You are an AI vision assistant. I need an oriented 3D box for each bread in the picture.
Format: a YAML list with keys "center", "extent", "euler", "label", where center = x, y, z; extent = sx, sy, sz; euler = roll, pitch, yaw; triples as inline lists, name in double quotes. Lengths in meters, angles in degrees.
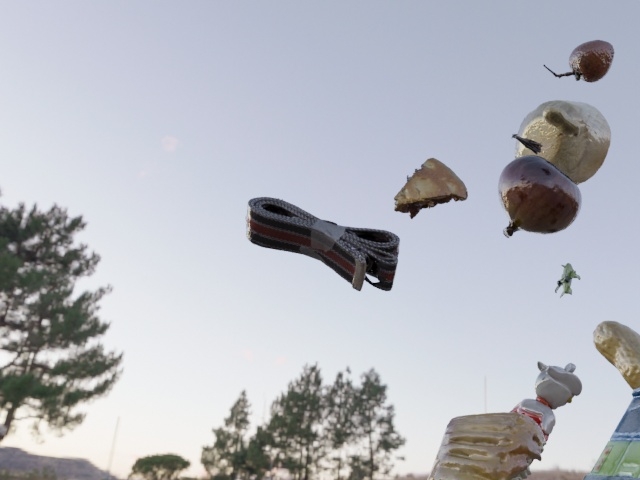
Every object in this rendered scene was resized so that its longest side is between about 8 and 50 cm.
- center: [0.239, 0.379, 0.963]
  extent: [0.149, 0.274, 0.274]
  euler: [22, -18, 22]
  label: "bread"

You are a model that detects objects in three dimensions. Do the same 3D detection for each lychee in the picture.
- center: [0.665, -0.443, 1.582]
  extent: [0.101, 0.114, 0.140]
  euler: [-6, -31, -49]
  label: "lychee"

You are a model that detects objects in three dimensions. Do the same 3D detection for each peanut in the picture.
- center: [0.459, -0.224, 1.198]
  extent: [0.083, 0.037, 0.037]
  euler: [36, -32, -13]
  label: "peanut"
- center: [0.773, 0.296, 1.548]
  extent: [0.117, 0.263, 0.101]
  euler: [-4, -56, -13]
  label: "peanut"

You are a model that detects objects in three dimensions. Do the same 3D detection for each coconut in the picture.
- center: [0.826, -0.325, 2.151]
  extent: [0.328, 0.329, 0.329]
  euler: [5, -24, 2]
  label: "coconut"

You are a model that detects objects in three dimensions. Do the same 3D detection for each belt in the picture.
- center: [0.000, 0.000, 1.348]
  extent: [0.359, 0.126, 0.094]
  euler: [21, -48, 18]
  label: "belt"

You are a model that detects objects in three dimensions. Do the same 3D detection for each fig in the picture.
- center: [0.583, -0.116, 1.701]
  extent: [0.235, 0.235, 0.214]
  euler: [14, -43, -17]
  label: "fig"

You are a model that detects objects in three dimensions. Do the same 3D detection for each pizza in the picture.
- center: [0.259, -0.112, 1.553]
  extent: [0.193, 0.154, 0.069]
  euler: [-28, -30, -15]
  label: "pizza"

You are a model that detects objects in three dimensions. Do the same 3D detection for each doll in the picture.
- center: [0.451, 0.428, 1.410]
  extent: [0.099, 0.384, 0.188]
  euler: [37, -3, -8]
  label: "doll"

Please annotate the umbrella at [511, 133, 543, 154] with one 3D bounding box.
- center: [0.382, -0.180, 1.166]
  extent: [0.083, 0.031, 0.020]
  euler: [14, -53, -30]
  label: "umbrella"

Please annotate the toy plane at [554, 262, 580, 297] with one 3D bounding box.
- center: [0.696, 0.108, 1.782]
  extent: [0.040, 0.111, 0.102]
  euler: [24, -33, -15]
  label: "toy plane"

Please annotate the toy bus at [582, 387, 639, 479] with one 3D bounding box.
- center: [0.494, 0.333, 0.743]
  extent: [0.312, 0.190, 0.152]
  euler: [41, -22, 3]
  label: "toy bus"
